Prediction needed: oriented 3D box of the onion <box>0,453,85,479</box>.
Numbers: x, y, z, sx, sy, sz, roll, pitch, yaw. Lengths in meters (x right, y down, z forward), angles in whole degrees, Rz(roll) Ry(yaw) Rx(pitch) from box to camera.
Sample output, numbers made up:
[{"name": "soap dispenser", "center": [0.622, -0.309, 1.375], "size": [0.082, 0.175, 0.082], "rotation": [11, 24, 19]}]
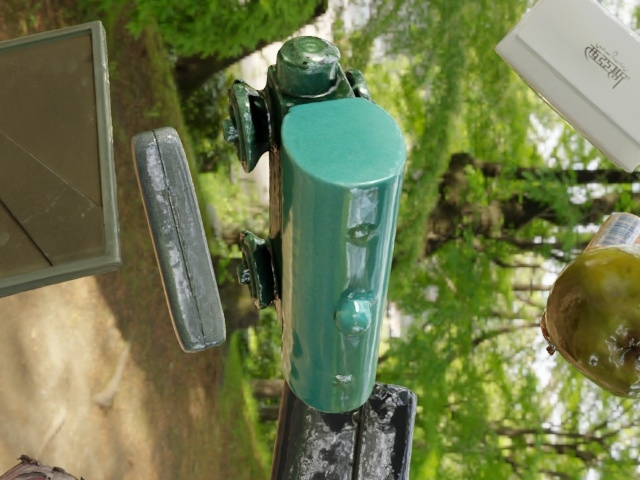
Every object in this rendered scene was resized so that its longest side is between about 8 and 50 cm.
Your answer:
[{"name": "onion", "center": [-0.371, 0.427, 1.073], "size": [0.256, 0.272, 0.230], "rotation": [48, 49, -18]}]

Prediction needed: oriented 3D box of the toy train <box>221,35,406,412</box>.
[{"name": "toy train", "center": [0.000, 0.000, 0.531], "size": [0.159, 0.101, 0.248], "rotation": [-113, -163, -44]}]

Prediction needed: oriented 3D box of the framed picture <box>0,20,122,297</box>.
[{"name": "framed picture", "center": [-0.425, -0.105, 1.055], "size": [0.028, 0.326, 0.446], "rotation": [79, -2, -53]}]

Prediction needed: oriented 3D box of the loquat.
[{"name": "loquat", "center": [0.416, 0.096, 1.112], "size": [0.246, 0.213, 0.213], "rotation": [-47, 138, -61]}]

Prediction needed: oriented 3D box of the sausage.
[{"name": "sausage", "center": [0.441, 0.077, 1.334], "size": [0.312, 0.093, 0.093], "rotation": [-44, 143, -35]}]

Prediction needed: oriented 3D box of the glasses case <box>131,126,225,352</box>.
[{"name": "glasses case", "center": [-0.205, -0.001, 1.186], "size": [0.131, 0.074, 0.323], "rotation": [-164, -119, -75]}]

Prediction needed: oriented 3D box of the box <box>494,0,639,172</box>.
[{"name": "box", "center": [0.333, -0.190, 0.992], "size": [0.116, 0.203, 0.274], "rotation": [-47, 170, 17]}]

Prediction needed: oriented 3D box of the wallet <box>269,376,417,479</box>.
[{"name": "wallet", "center": [0.024, 0.414, 1.294], "size": [0.062, 0.228, 0.406], "rotation": [98, 1, -63]}]
